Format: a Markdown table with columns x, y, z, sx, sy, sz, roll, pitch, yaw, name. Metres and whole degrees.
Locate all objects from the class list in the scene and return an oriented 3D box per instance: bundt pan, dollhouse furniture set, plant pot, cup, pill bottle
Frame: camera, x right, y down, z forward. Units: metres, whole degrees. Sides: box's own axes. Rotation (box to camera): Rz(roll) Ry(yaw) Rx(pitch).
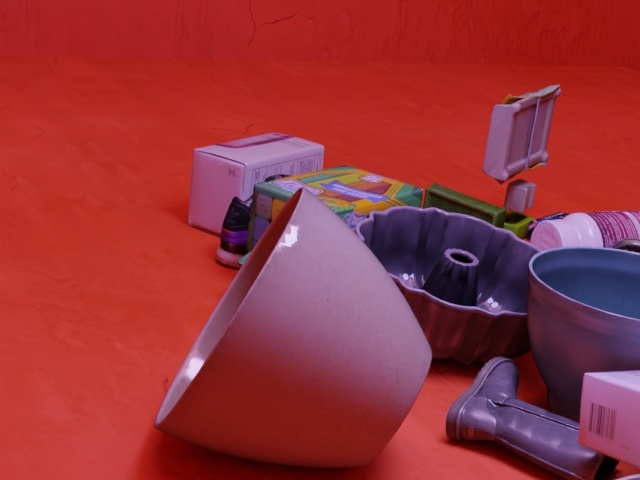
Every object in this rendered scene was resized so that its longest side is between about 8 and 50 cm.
| x | y | z | sx | sy | sz | roll | pitch | yaw | name |
| --- | --- | --- | --- | --- | --- | --- | --- | --- | --- |
| 0.195 | 0.076 | 1.969 | 0.331 | 0.124 | 0.331 | 12 | 26 | -6 | bundt pan |
| 0.315 | -0.150 | 2.442 | 0.151 | 0.301 | 0.197 | 21 | 26 | 29 | dollhouse furniture set |
| 0.407 | 0.147 | 1.764 | 0.293 | 0.196 | 0.293 | 8 | 19 | -3 | plant pot |
| -0.011 | 0.137 | 1.553 | 0.237 | 0.331 | 0.331 | 32 | 18 | -5 | cup |
| 0.488 | 0.009 | 2.317 | 0.221 | 0.121 | 0.121 | -2 | 21 | -26 | pill bottle |

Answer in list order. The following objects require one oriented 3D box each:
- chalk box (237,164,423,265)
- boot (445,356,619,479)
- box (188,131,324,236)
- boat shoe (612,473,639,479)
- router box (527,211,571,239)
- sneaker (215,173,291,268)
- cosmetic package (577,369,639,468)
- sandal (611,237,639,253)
| x | y | z | sx | sy | sz | roll | pitch | yaw | name |
| --- | --- | --- | --- | --- | --- | --- | --- | --- | --- |
| 0.000 | 0.000 | 2.089 | 0.180 | 0.179 | 0.289 | 20 | 23 | 37 | chalk box |
| 0.286 | 0.230 | 1.675 | 0.209 | 0.076 | 0.189 | 9 | 32 | 29 | boot |
| -0.115 | -0.101 | 2.396 | 0.127 | 0.148 | 0.232 | 19 | 22 | 34 | box |
| 0.390 | 0.306 | 1.492 | 0.258 | 0.095 | 0.095 | 2 | 0 | -19 | boat shoe |
| 0.466 | -0.018 | 2.516 | 0.092 | 0.038 | 0.122 | 21 | 23 | 35 | router box |
| -0.043 | -0.043 | 2.251 | 0.293 | 0.146 | 0.102 | -11 | 25 | -41 | sneaker |
| 0.515 | 0.219 | 1.453 | 0.284 | 0.097 | 0.377 | 2 | 6 | -28 | cosmetic package |
| 0.619 | 0.037 | 2.270 | 0.303 | 0.120 | 0.086 | 7 | 51 | -25 | sandal |
